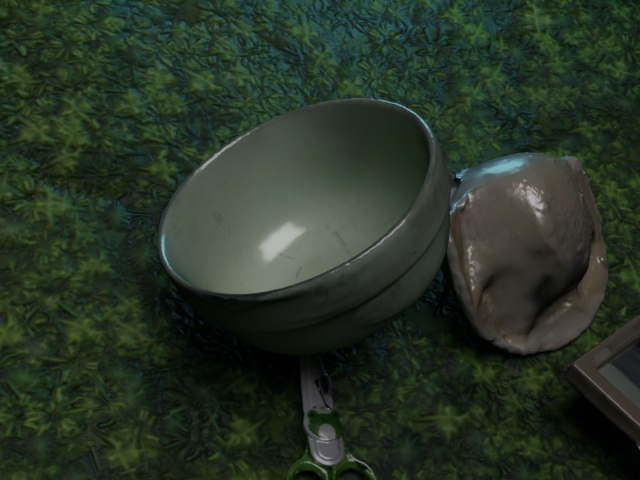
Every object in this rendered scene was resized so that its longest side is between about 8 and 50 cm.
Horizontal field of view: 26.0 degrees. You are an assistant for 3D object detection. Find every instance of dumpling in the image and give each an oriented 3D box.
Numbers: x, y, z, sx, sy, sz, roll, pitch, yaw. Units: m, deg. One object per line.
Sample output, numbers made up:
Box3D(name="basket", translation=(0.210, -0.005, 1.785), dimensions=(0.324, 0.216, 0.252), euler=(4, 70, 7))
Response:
Box3D(name="dumpling", translation=(0.240, 0.009, 1.546), dimensions=(0.243, 0.175, 0.226), euler=(-23, 90, -11))

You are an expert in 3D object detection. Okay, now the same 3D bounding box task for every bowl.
Box3D(name="bowl", translation=(0.000, 0.000, 1.438), dimensions=(0.307, 0.163, 0.307), euler=(-17, 39, 15))

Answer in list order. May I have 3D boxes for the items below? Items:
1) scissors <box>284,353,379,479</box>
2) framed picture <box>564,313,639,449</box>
Box3D(name="scissors", translation=(0.001, 0.194, 1.414), dimensions=(0.101, 0.027, 0.204), euler=(1, 54, -16))
Box3D(name="framed picture", translation=(0.507, 0.225, 1.465), dimensions=(0.446, 0.028, 0.326), euler=(43, 43, 20))
